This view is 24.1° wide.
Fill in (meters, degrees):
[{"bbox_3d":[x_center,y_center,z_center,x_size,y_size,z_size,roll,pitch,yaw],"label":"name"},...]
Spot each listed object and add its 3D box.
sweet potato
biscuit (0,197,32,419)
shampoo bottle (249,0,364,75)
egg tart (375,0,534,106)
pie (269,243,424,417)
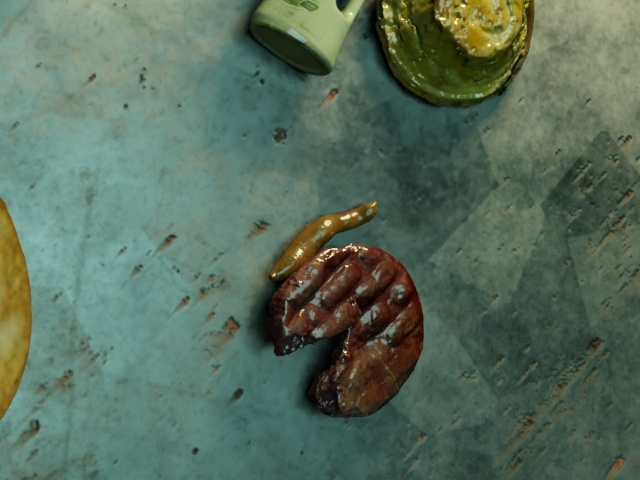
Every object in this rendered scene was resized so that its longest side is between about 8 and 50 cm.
[{"bbox_3d":[-0.002,-0.004,1.848,0.179,0.044,0.044,-38,103,-28],"label":"sweet potato"},{"bbox_3d":[-0.384,0.039,1.607,0.204,0.040,0.309,-63,143,-51],"label":"biscuit"},{"bbox_3d":[0.014,-0.329,1.841,0.118,0.087,0.234,32,75,-16],"label":"shampoo bottle"},{"bbox_3d":[0.184,-0.289,1.911,0.241,0.106,0.241,-1,93,-25],"label":"egg tart"},{"bbox_3d":[0.035,0.108,1.835,0.204,0.054,0.218,-30,110,-26],"label":"pie"}]
